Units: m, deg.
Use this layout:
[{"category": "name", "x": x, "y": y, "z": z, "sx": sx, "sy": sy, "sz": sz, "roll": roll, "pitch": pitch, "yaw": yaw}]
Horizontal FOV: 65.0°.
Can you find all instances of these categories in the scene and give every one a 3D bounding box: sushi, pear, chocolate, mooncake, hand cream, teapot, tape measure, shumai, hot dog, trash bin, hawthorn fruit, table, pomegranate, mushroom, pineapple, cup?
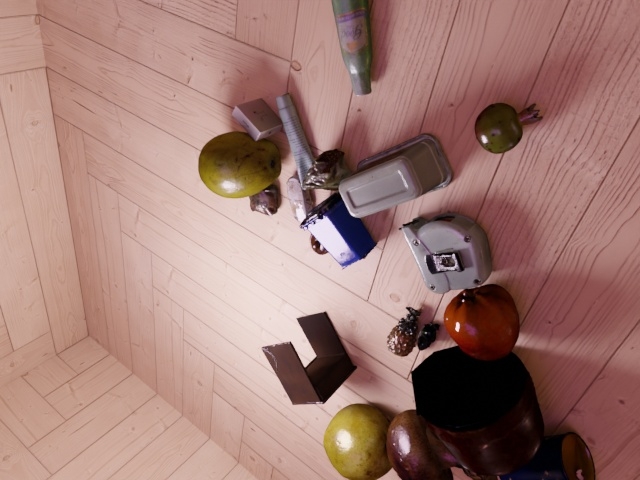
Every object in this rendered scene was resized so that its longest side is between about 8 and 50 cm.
[{"category": "sushi", "x": 0.370, "y": 0.329, "z": 1.744, "sx": 0.056, "sy": 0.083, "sz": 0.084, "roll": 31, "pitch": 132, "yaw": 22}, {"category": "pear", "x": 0.174, "y": 0.825, "z": 2.044, "sx": 0.304, "sy": 0.304, "sz": 0.303, "roll": 19, "pitch": 125, "yaw": 30}, {"category": "chocolate", "x": 0.510, "y": 0.557, "z": 1.594, "sx": 0.384, "sy": 0.384, "sz": 0.331, "roll": -2, "pitch": 120, "yaw": 40}, {"category": "mooncake", "x": -0.222, "y": -0.163, "z": 1.950, "sx": 0.130, "sy": 0.073, "sz": 0.125, "roll": 12, "pitch": 120, "yaw": 32}, {"category": "hand cream", "x": -0.077, "y": -0.340, "z": 1.735, "sx": 0.085, "sy": 0.058, "sz": 0.331, "roll": -17, "pitch": 104, "yaw": 9}, {"category": "teapot", "x": 0.000, "y": 0.000, "z": 1.857, "sx": 0.098, "sy": 0.078, "sz": 0.129, "roll": 35, "pitch": 131, "yaw": 18}, {"category": "chocolate", "x": 0.101, "y": -0.566, "z": 1.439, "sx": 0.110, "sy": 0.110, "sz": 0.291, "roll": 8, "pitch": 121, "yaw": 36}, {"category": "pear", "x": -0.296, "y": -0.273, "z": 1.829, "sx": 0.307, "sy": 0.253, "sz": 0.252, "roll": 5, "pitch": 118, "yaw": 22}, {"category": "tape measure", "x": 0.385, "y": 0.036, "z": 1.532, "sx": 0.246, "sy": 0.125, "sz": 0.243, "roll": -16, "pitch": 103, "yaw": 44}, {"category": "shumai", "x": 0.017, "y": -0.239, "z": 1.676, "sx": 0.184, "sy": 0.184, "sz": 0.141, "roll": 5, "pitch": 93, "yaw": 37}, {"category": "hot dog", "x": -0.075, "y": -0.151, "z": 1.852, "sx": 0.099, "sy": 0.053, "sz": 0.192, "roll": 6, "pitch": 120, "yaw": 38}, {"category": "trash bin", "x": 0.064, "y": -0.029, "z": 1.728, "sx": 0.163, "sy": 0.184, "sz": 0.234, "roll": -30, "pitch": 99, "yaw": 46}, {"category": "hawthorn fruit", "x": 0.501, "y": 0.261, "z": 1.516, "sx": 0.224, "sy": 0.224, "sz": 0.260, "roll": -11, "pitch": 118, "yaw": 42}, {"category": "table", "x": -0.044, "y": 0.480, "z": 2.053, "sx": 0.196, "sy": 0.251, "sz": 0.281, "roll": -20, "pitch": 100, "yaw": 45}, {"category": "pomegranate", "x": 0.470, "y": -0.301, "z": 1.279, "sx": 0.129, "sy": 0.129, "sz": 0.159, "roll": 45, "pitch": 115, "yaw": 9}, {"category": "mushroom", "x": 0.410, "y": 0.760, "z": 1.832, "sx": 0.331, "sy": 0.334, "sz": 0.356, "roll": 40, "pitch": 109, "yaw": -10}, {"category": "pineapple", "x": 0.308, "y": 0.319, "z": 1.786, "sx": 0.108, "sy": 0.108, "sz": 0.197, "roll": 31, "pitch": 120, "yaw": 22}, {"category": "cup", "x": 0.744, "y": 0.763, "z": 1.630, "sx": 0.255, "sy": 0.178, "sz": 0.256, "roll": 56, "pitch": 137, "yaw": 1}]

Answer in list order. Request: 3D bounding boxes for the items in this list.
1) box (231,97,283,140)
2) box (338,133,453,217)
[{"category": "box", "x": -0.218, "y": -0.423, "z": 1.754, "sx": 0.130, "sy": 0.129, "sz": 0.051, "roll": 48, "pitch": 134, "yaw": 7}, {"category": "box", "x": 0.211, "y": -0.179, "z": 1.511, "sx": 0.312, "sy": 0.182, "sz": 0.175, "roll": -18, "pitch": 102, "yaw": 43}]
